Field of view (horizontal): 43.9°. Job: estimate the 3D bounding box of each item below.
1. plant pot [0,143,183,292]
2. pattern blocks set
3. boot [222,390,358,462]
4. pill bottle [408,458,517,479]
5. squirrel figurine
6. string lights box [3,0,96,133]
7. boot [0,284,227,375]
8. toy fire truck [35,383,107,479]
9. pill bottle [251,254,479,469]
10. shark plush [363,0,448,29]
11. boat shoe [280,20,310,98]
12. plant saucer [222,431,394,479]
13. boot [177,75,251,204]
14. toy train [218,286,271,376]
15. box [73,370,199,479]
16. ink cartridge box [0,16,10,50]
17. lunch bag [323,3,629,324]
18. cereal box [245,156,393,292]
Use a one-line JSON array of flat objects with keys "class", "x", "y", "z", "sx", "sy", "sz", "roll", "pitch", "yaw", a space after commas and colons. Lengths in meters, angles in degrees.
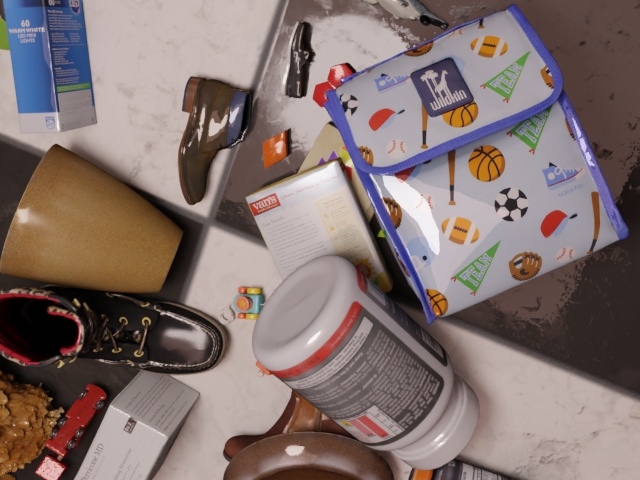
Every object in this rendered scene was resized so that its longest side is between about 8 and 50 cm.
[{"class": "plant pot", "x": -0.376, "y": -0.010, "z": 1.366, "sx": 0.255, "sy": 0.237, "sz": 0.237, "roll": 21, "pitch": 108, "yaw": -12}, {"class": "pattern blocks set", "x": 0.034, "y": -0.100, "z": 1.348, "sx": 0.285, "sy": 0.026, "sz": 0.324, "roll": 38, "pitch": 108, "yaw": -1}, {"class": "boot", "x": -0.054, "y": 0.277, "z": 1.431, "sx": 0.264, "sy": 0.096, "sz": 0.280, "roll": 0, "pitch": 102, "yaw": 14}, {"class": "pill bottle", "x": 0.272, "y": 0.465, "z": 1.399, "sx": 0.246, "sy": 0.130, "sz": 0.130, "roll": 18, "pitch": 107, "yaw": 6}, {"class": "squirrel figurine", "x": -0.699, "y": 0.384, "z": 1.495, "sx": 0.397, "sy": 0.281, "sz": 0.370, "roll": -17, "pitch": 107, "yaw": 17}, {"class": "string lights box", "x": -0.450, "y": -0.316, "z": 1.327, "sx": 0.077, "sy": 0.133, "sz": 0.259, "roll": 0, "pitch": 104, "yaw": 11}, {"class": "boot", "x": -0.367, "y": 0.155, "z": 1.348, "sx": 0.378, "sy": 0.284, "sz": 0.138, "roll": 17, "pitch": 89, "yaw": 6}, {"class": "toy fire truck", "x": -0.478, "y": 0.373, "z": 1.533, "sx": 0.047, "sy": 0.135, "sz": 0.192, "roll": 32, "pitch": 69, "yaw": 2}, {"class": "pill bottle", "x": 0.082, "y": 0.207, "z": 1.280, "sx": 0.210, "sy": 0.210, "sz": 0.363, "roll": -39, "pitch": 116, "yaw": 17}, {"class": "shark plush", "x": 0.135, "y": -0.387, "z": 1.242, "sx": 0.161, "sy": 0.073, "sz": 0.067, "roll": 33, "pitch": 78, "yaw": 6}, {"class": "boat shoe", "x": -0.036, "y": -0.294, "z": 1.301, "sx": 0.038, "sy": 0.046, "sz": 0.125, "roll": 15, "pitch": 110, "yaw": 7}, {"class": "plant saucer", "x": -0.022, "y": 0.458, "z": 1.427, "sx": 0.311, "sy": 0.050, "sz": 0.310, "roll": 0, "pitch": 128, "yaw": 0}, {"class": "boot", "x": -0.178, "y": -0.162, "z": 1.344, "sx": 0.106, "sy": 0.082, "sz": 0.219, "roll": 7, "pitch": 104, "yaw": 11}, {"class": "toy train", "x": -0.115, "y": 0.158, "z": 1.404, "sx": 0.166, "sy": 0.046, "sz": 0.125, "roll": 43, "pitch": 104, "yaw": 20}, {"class": "box", "x": -0.333, "y": 0.357, "z": 1.457, "sx": 0.119, "sy": 0.182, "sz": 0.180, "roll": 29, "pitch": 108, "yaw": 2}, {"class": "ink cartridge box", "x": -0.633, "y": -0.408, "z": 1.326, "sx": 0.255, "sy": 0.097, "sz": 0.188, "roll": 9, "pitch": 115, "yaw": 18}, {"class": "lunch bag", "x": 0.221, "y": -0.117, "z": 1.196, "sx": 0.328, "sy": 0.239, "sz": 0.385, "roll": -23, "pitch": 92, "yaw": 4}, {"class": "cereal box", "x": 0.000, "y": 0.000, "z": 1.342, "sx": 0.173, "sy": 0.047, "sz": 0.240, "roll": -20, "pitch": 100, "yaw": 15}]
